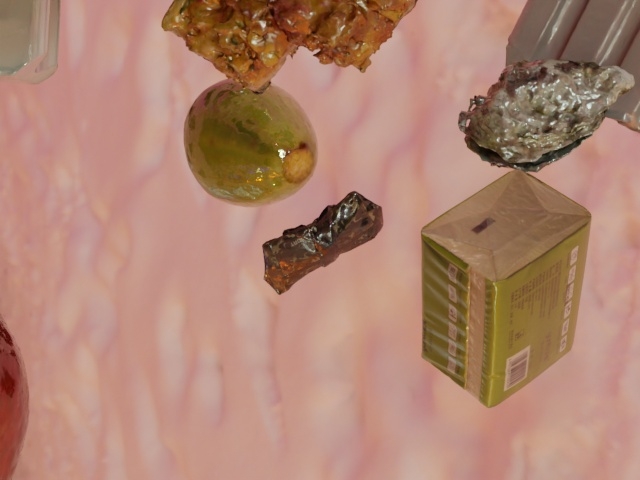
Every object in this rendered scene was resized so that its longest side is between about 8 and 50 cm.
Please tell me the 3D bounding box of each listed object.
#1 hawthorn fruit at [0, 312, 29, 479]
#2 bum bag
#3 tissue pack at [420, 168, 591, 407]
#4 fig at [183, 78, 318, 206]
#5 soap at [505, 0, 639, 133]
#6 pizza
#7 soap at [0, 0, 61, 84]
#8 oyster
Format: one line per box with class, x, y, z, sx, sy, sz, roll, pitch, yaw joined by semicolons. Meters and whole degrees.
hawthorn fruit;-0.432;0.166;1.050;0.265;0.265;0.307;31;97;51
bum bag;0.000;0.000;1.760;0.248;0.102;0.069;-33;47;0
tissue pack;0.264;0.071;1.439;0.167;0.200;0.274;38;148;37
fig;-0.124;-0.186;1.903;0.326;0.258;0.258;27;114;59
soap;0.565;-0.422;1.690;0.350;0.213;0.435;31;109;26
pizza;-0.033;-0.241;1.028;0.305;0.085;0.161;-6;97;23
soap;-0.422;-0.369;1.193;0.115;0.208;0.346;-161;74;-83
oyster;0.357;-0.220;1.598;0.198;0.268;0.112;40;161;28
